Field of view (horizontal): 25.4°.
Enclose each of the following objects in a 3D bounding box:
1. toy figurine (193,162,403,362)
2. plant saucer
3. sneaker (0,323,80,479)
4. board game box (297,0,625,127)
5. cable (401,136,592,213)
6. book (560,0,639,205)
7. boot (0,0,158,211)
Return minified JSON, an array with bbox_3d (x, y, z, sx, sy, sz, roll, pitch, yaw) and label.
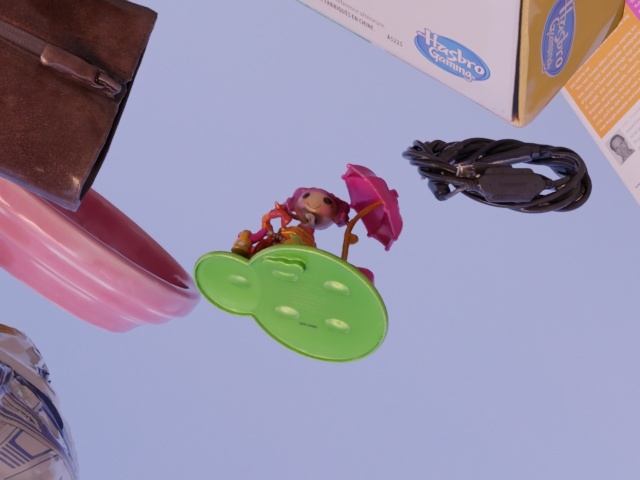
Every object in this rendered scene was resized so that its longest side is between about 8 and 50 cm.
[{"bbox_3d":[0.000,0.000,1.222,0.173,0.130,0.159,12,-135,16],"label":"toy figurine"},{"bbox_3d":[-0.273,-0.013,1.434,0.332,0.084,0.332,37,-177,-2],"label":"plant saucer"},{"bbox_3d":[-0.172,0.088,0.617,0.131,0.112,0.296,60,-174,23],"label":"sneaker"},{"bbox_3d":[-0.016,-0.203,0.387,0.242,0.316,0.064,34,-117,23],"label":"board game box"},{"bbox_3d":[0.172,-0.065,1.363,0.184,0.047,0.150,-4,-161,-24],"label":"cable"},{"bbox_3d":[0.153,-0.095,0.663,0.035,0.096,0.144,-3,-125,-39],"label":"book"},{"bbox_3d":[-0.187,-0.149,0.761,0.207,0.090,0.248,17,-111,-5],"label":"boot"}]
